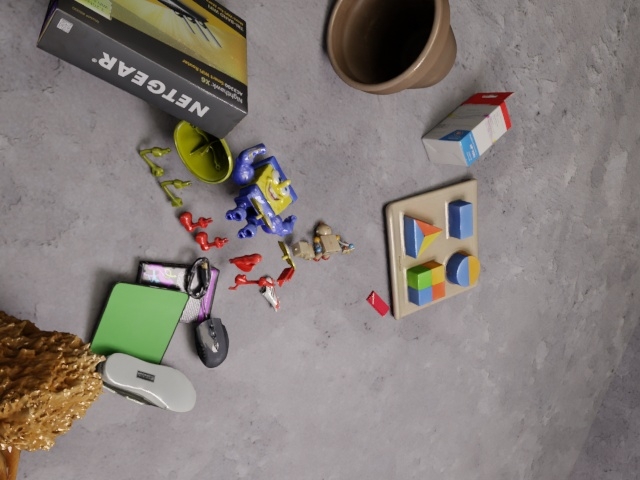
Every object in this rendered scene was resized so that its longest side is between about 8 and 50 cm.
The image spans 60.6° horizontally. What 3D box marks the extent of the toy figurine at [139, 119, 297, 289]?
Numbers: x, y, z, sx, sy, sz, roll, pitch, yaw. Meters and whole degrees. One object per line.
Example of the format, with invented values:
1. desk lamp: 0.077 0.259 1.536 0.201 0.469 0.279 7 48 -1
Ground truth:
1. toy figurine: -0.152 -0.103 1.095 0.363 0.191 0.217 59 36 -21

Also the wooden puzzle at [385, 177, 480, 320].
1. wooden puzzle: 0.327 0.024 1.476 0.347 0.080 0.323 -19 112 -31

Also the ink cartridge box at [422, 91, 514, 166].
1. ink cartridge box: 0.389 -0.290 1.404 0.231 0.134 0.078 -41 121 -20

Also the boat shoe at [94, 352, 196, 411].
1. boat shoe: -0.342 0.278 1.068 0.219 0.070 0.078 39 44 -35

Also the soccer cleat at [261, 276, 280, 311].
1. soccer cleat: -0.113 0.122 1.218 0.035 0.029 0.084 -17 108 -22

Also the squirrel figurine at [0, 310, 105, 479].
1. squirrel figurine: -0.496 0.294 0.770 0.281 0.370 0.397 33 82 -36

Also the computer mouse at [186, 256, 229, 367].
1. computer mouse: -0.224 0.151 1.102 0.071 0.041 0.242 -17 113 -31

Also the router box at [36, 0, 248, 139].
1. router box: -0.262 -0.334 0.877 0.308 0.081 0.243 22 48 -38

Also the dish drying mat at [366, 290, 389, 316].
1. dish drying mat: 0.152 0.166 1.431 0.032 0.008 0.083 -53 125 -14

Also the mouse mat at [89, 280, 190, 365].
1. mouse mat: -0.349 0.167 1.043 0.152 0.007 0.190 15 107 -37

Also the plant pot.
1. plant pot: 0.180 -0.424 1.174 0.229 0.262 0.263 3 100 -55

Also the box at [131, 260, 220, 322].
1. box: -0.287 0.104 1.086 0.162 0.029 0.116 9 98 -38

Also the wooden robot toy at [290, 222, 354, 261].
1. wooden robot toy: 0.000 0.000 1.259 0.173 0.076 0.079 -5 70 -35
